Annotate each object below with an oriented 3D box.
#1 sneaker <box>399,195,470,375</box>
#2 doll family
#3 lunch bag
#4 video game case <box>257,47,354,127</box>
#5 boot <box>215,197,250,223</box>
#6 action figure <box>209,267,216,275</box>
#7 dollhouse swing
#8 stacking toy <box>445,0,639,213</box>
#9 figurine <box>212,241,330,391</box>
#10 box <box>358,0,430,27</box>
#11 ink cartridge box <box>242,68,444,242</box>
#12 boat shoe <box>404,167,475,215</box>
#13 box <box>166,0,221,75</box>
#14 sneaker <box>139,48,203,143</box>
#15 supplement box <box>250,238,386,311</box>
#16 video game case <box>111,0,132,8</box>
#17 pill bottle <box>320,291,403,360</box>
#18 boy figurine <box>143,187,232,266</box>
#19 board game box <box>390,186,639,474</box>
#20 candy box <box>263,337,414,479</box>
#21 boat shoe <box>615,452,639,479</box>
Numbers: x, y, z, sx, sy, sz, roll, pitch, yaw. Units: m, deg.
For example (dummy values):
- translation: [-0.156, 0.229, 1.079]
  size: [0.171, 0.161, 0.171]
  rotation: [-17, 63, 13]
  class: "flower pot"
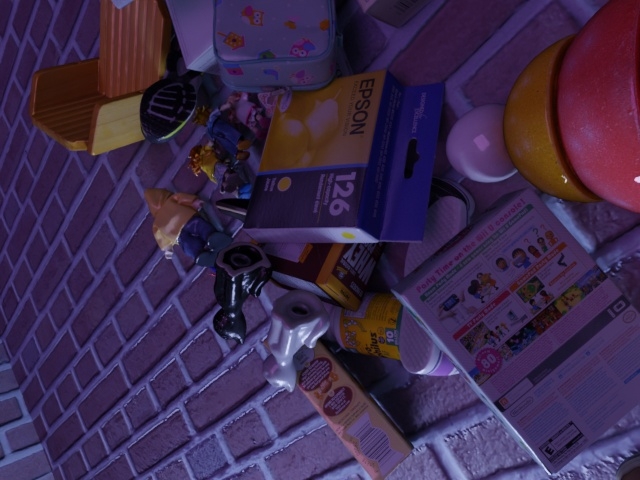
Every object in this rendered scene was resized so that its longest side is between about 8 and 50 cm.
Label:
- translation: [0.223, 0.078, 0.785]
  size: [0.102, 0.160, 0.283]
  rotation: [10, 88, 61]
  class: "sneaker"
- translation: [-0.224, -0.216, 1.065]
  size: [0.163, 0.118, 0.263]
  rotation: [42, 125, 28]
  class: "doll family"
- translation: [-0.074, -0.392, 0.853]
  size: [0.223, 0.108, 0.280]
  rotation: [-1, 72, -2]
  class: "lunch bag"
- translation: [-0.017, -0.261, 0.970]
  size: [0.226, 0.026, 0.207]
  rotation: [-25, 82, 37]
  class: "video game case"
- translation: [-0.144, -0.012, 1.054]
  size: [0.197, 0.077, 0.137]
  rotation: [16, 112, 17]
  class: "boot"
- translation: [-0.262, 0.071, 1.210]
  size: [0.115, 0.030, 0.038]
  rotation: [23, 106, 30]
  class: "action figure"
- translation: [-0.569, -0.447, 1.212]
  size: [0.346, 0.315, 0.305]
  rotation: [30, 135, 31]
  class: "dollhouse swing"
- translation: [0.345, -0.158, 0.577]
  size: [0.479, 0.350, 0.351]
  rotation: [-1, 97, 53]
  class: "stacking toy"
- translation: [-0.100, 0.143, 0.818]
  size: [0.214, 0.092, 0.210]
  rotation: [38, 133, 22]
  class: "figurine"
- translation: [0.087, -0.534, 0.786]
  size: [0.147, 0.121, 0.312]
  rotation: [-29, 79, 37]
  class: "box"
- translation: [0.035, -0.144, 0.811]
  size: [0.306, 0.072, 0.304]
  rotation: [-2, 65, 31]
  class: "ink cartridge box"
- translation: [0.153, -0.090, 0.836]
  size: [0.228, 0.076, 0.080]
  rotation: [32, 115, 29]
  class: "boat shoe"
- translation: [-0.217, -0.484, 1.028]
  size: [0.181, 0.119, 0.181]
  rotation: [-21, 84, 37]
  class: "box"
- translation: [-0.330, -0.310, 1.092]
  size: [0.110, 0.300, 0.121]
  rotation: [16, 138, -8]
  class: "sneaker"
- translation: [0.000, 0.000, 0.882]
  size: [0.194, 0.129, 0.192]
  rotation: [14, 70, 35]
  class: "supplement box"
- translation: [-0.228, -0.592, 0.926]
  size: [0.299, 0.329, 0.036]
  rotation: [-6, 135, 38]
  class: "video game case"
- translation: [0.098, 0.155, 0.891]
  size: [0.208, 0.117, 0.118]
  rotation: [0, 98, 37]
  class: "pill bottle"
- translation: [-0.358, -0.041, 1.218]
  size: [0.285, 0.092, 0.177]
  rotation: [34, 98, 30]
  class: "boy figurine"
- translation: [0.281, 0.116, 0.654]
  size: [0.224, 0.097, 0.303]
  rotation: [-39, 89, 0]
  class: "board game box"
- translation: [0.038, 0.296, 0.913]
  size: [0.087, 0.183, 0.316]
  rotation: [-41, 67, -6]
  class: "candy box"
- translation: [0.534, 0.316, 0.584]
  size: [0.324, 0.116, 0.123]
  rotation: [-37, 75, 35]
  class: "boat shoe"
